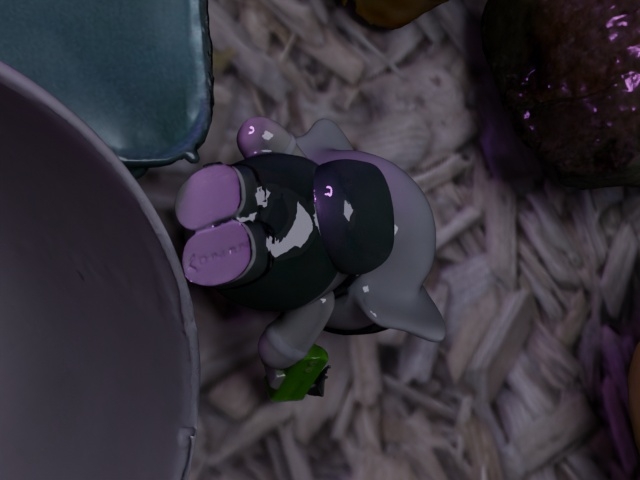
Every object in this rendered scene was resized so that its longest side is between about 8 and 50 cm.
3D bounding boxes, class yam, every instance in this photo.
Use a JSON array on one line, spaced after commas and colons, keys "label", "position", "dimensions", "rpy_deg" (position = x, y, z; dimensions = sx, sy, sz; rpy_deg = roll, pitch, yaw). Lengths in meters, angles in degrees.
[{"label": "yam", "position": [0.268, -0.133, 0.740], "dimensions": [0.300, 0.195, 0.195], "rpy_deg": [-6, 80, -38]}]

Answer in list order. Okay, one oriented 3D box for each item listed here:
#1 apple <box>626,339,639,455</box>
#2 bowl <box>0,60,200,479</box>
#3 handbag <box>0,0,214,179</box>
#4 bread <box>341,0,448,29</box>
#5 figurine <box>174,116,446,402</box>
[{"label": "apple", "position": [0.346, 0.118, 0.695], "dimensions": [0.262, 0.262, 0.262], "rpy_deg": [12, 69, -35]}, {"label": "bowl", "position": [-0.194, 0.054, 0.323], "dimensions": [0.287, 0.144, 0.286], "rpy_deg": [-17, 118, -34]}, {"label": "handbag", "position": [-0.190, -0.154, 0.463], "dimensions": [0.274, 0.100, 0.268], "rpy_deg": [-3, 82, -37]}, {"label": "bread", "position": [0.041, -0.265, 0.672], "dimensions": [0.222, 0.096, 0.181], "rpy_deg": [55, 49, -11]}, {"label": "figurine", "position": [0.000, 0.000, 0.544], "dimensions": [0.192, 0.126, 0.147], "rpy_deg": [3, 64, -55]}]
